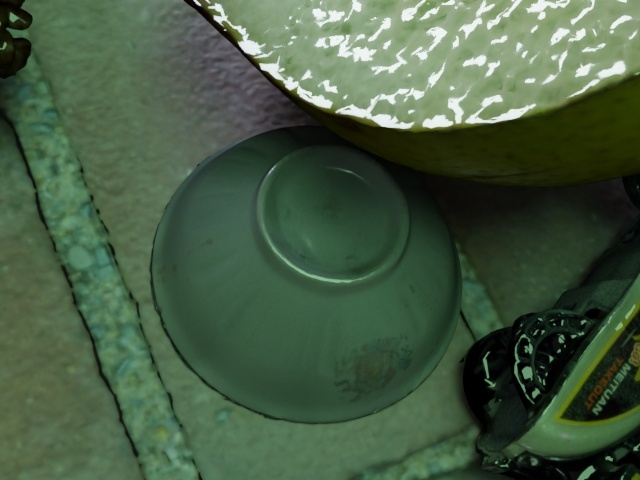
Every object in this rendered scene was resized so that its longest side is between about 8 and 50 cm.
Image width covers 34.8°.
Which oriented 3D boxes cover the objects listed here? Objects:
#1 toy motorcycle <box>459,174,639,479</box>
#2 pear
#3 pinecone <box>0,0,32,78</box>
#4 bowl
[{"bbox_3d":[0.189,0.057,0.584,0.157,0.091,0.263,42,68,0],"label":"toy motorcycle"},{"bbox_3d":[0.126,-0.164,0.575,0.386,0.191,0.340,8,68,35],"label":"pear"},{"bbox_3d":[-0.254,-0.124,0.543,0.195,0.150,0.179,8,65,-7],"label":"pinecone"},{"bbox_3d":[0.000,0.000,0.572,0.189,0.086,0.189,4,65,-9],"label":"bowl"}]
